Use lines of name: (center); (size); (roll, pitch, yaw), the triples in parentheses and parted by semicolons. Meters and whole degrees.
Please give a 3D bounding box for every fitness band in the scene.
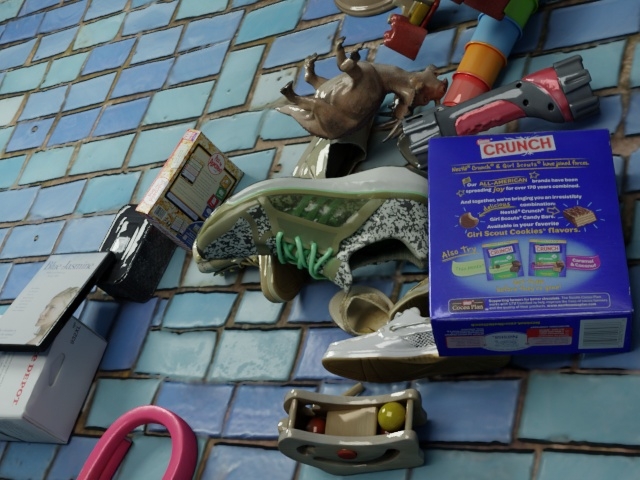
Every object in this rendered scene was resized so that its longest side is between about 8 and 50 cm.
fitness band: (-0.322, 0.420, 1.766); (0.209, 0.054, 0.291); (13, 68, 41)

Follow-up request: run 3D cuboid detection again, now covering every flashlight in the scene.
flashlight: (0.290, -0.197, 1.684); (0.304, 0.103, 0.103); (-22, 21, 12)

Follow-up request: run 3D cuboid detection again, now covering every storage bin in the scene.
storage bin: (-0.370, 0.024, 2.081); (0.122, 0.084, 0.180); (4, 61, 40)

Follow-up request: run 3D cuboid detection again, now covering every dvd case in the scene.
dvd case: (-0.522, 0.114, 2.004); (0.180, 0.022, 0.253); (-4, 41, 37)

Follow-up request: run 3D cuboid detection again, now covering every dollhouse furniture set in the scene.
dollhouse furniture set: (0.237, -0.443, 1.840); (0.374, 0.152, 0.201); (123, 166, -61)

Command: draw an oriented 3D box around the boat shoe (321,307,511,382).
boat shoe: (0.139, 0.148, 1.542); (0.277, 0.098, 0.096); (-6, 62, 12)

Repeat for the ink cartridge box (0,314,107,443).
ink cartridge box: (-0.595, 0.267, 2.037); (0.307, 0.129, 0.223); (-5, 54, 35)

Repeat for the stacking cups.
stacking cups: (0.304, -0.349, 1.839); (0.096, 0.096, 0.316); (16, 74, 44)

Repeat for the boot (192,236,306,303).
boot: (-0.133, 0.031, 1.877); (0.203, 0.095, 0.262); (-23, 45, 23)

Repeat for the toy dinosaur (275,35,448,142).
toy dinosaur: (0.057, -0.236, 1.812); (0.296, 0.200, 0.127); (-26, 24, 26)

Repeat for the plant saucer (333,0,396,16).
plant saucer: (0.136, -0.585, 2.180); (0.278, 0.041, 0.278); (-20, 49, 25)

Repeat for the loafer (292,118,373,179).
loafer: (0.048, -0.189, 1.908); (0.092, 0.102, 0.268); (20, 82, 44)

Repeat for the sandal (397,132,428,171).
sandal: (0.200, -0.145, 1.773); (0.090, 0.060, 0.219); (-41, 42, 5)

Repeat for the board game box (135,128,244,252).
board game box: (-0.250, -0.096, 2.031); (0.045, 0.147, 0.193); (16, 69, 44)

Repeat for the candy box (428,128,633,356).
candy box: (0.290, -0.001, 1.483); (0.268, 0.122, 0.317); (-2, 56, 10)

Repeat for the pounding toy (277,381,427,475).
pounding toy: (0.030, 0.248, 1.537); (0.270, 0.154, 0.154); (-14, 51, 30)

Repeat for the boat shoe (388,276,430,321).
boat shoe: (0.157, 0.091, 1.622); (0.135, 0.050, 0.045); (-28, 24, -20)

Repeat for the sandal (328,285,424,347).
sandal: (0.076, 0.116, 1.656); (0.088, 0.079, 0.240); (-50, 42, -4)

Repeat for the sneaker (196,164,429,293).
sneaker: (0.000, 0.000, 1.686); (0.410, 0.158, 0.182); (-11, 58, 4)
